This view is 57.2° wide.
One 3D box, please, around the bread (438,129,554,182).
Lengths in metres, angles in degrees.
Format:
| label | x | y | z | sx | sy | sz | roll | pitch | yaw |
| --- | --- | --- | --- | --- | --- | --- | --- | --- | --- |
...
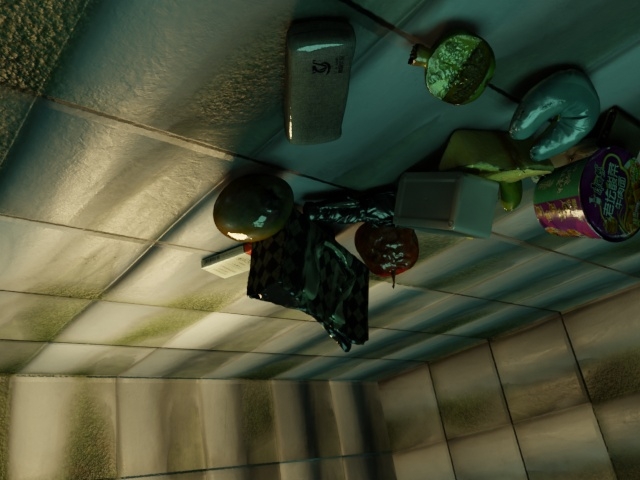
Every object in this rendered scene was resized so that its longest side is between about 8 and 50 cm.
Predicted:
| label | x | y | z | sx | sy | sz | roll | pitch | yaw |
| --- | --- | --- | --- | --- | --- | --- | --- | --- | --- |
| bread | 0.461 | -0.215 | 1.537 | 0.266 | 0.141 | 0.178 | -1 | -167 | -24 |

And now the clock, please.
| label | x | y | z | sx | sy | sz | roll | pitch | yaw |
| --- | --- | --- | --- | --- | --- | --- | --- | --- | --- |
| clock | 0.715 | -0.233 | 1.677 | 0.237 | 0.053 | 0.236 | -7 | 157 | -3 |

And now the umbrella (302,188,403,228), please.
| label | x | y | z | sx | sy | sz | roll | pitch | yaw |
| --- | --- | --- | --- | --- | --- | --- | --- | --- | --- |
| umbrella | 0.127 | -0.087 | 1.698 | 0.358 | 0.113 | 0.106 | -1 | 176 | -18 |

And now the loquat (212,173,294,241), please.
| label | x | y | z | sx | sy | sz | roll | pitch | yaw |
| --- | --- | --- | --- | --- | --- | --- | --- | --- | --- |
| loquat | -0.171 | -0.085 | 1.521 | 0.228 | 0.179 | 0.179 | -19 | 154 | 27 |

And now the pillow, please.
| label | x | y | z | sx | sy | sz | roll | pitch | yaw |
| --- | --- | --- | --- | --- | --- | --- | --- | --- | --- |
| pillow | 0.556 | -0.295 | 1.391 | 0.233 | 0.086 | 0.214 | 24 | 118 | -43 |

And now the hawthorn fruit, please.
| label | x | y | z | sx | sy | sz | roll | pitch | yaw |
| --- | --- | --- | --- | --- | --- | --- | --- | --- | --- |
| hawthorn fruit | 0.221 | 0.041 | 1.853 | 0.208 | 0.243 | 0.207 | -6 | 153 | -3 |

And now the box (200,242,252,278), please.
| label | x | y | z | sx | sy | sz | roll | pitch | yaw |
| --- | --- | --- | --- | --- | --- | --- | --- | --- | --- |
| box | -0.261 | 0.063 | 1.960 | 0.245 | 0.035 | 0.139 | -21 | 153 | 22 |

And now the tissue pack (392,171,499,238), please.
| label | x | y | z | sx | sy | sz | roll | pitch | yaw |
| --- | --- | --- | --- | --- | --- | --- | --- | --- | --- |
| tissue pack | 0.332 | -0.099 | 1.586 | 0.136 | 0.159 | 0.246 | 10 | 180 | -34 |

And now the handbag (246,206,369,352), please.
| label | x | y | z | sx | sy | sz | roll | pitch | yaw |
| --- | --- | --- | --- | --- | --- | --- | --- | --- | --- |
| handbag | -0.015 | 0.121 | 1.726 | 0.180 | 0.316 | 0.416 | -29 | 132 | 29 |

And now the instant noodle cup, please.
| label | x | y | z | sx | sy | sz | roll | pitch | yaw |
| --- | --- | --- | --- | --- | --- | --- | --- | --- | --- |
| instant noodle cup | 0.712 | -0.114 | 1.574 | 0.251 | 0.251 | 0.190 | 2 | 177 | -24 |

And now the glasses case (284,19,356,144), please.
| label | x | y | z | sx | sy | sz | roll | pitch | yaw |
| --- | --- | --- | --- | --- | --- | --- | --- | --- | --- |
| glasses case | -0.009 | -0.312 | 1.208 | 0.131 | 0.074 | 0.323 | -8 | 155 | -8 |

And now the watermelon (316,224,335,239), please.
| label | x | y | z | sx | sy | sz | roll | pitch | yaw |
| --- | --- | --- | --- | --- | --- | --- | --- | --- | --- |
| watermelon | 0.005 | 0.008 | 1.896 | 0.092 | 0.075 | 0.181 | -11 | 155 | 3 |

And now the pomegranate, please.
| label | x | y | z | sx | sy | sz | roll | pitch | yaw |
| --- | --- | --- | --- | --- | --- | --- | --- | --- | --- |
| pomegranate | 0.265 | -0.353 | 1.182 | 0.169 | 0.122 | 0.143 | 22 | 124 | 11 |

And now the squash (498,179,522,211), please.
| label | x | y | z | sx | sy | sz | roll | pitch | yaw |
| --- | --- | --- | --- | --- | --- | --- | --- | --- | --- |
| squash | 0.576 | -0.154 | 1.778 | 0.069 | 0.069 | 0.258 | -17 | 156 | 14 |

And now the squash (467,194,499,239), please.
| label | x | y | z | sx | sy | sz | roll | pitch | yaw |
| --- | --- | --- | --- | --- | --- | --- | --- | --- | --- |
| squash | 0.437 | -0.125 | 1.736 | 0.093 | 0.169 | 0.252 | 27 | 175 | 31 |

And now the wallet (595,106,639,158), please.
| label | x | y | z | sx | sy | sz | roll | pitch | yaw |
| --- | --- | --- | --- | --- | --- | --- | --- | --- | --- |
| wallet | 0.814 | -0.279 | 1.577 | 0.198 | 0.110 | 0.031 | 11 | -168 | -40 |
